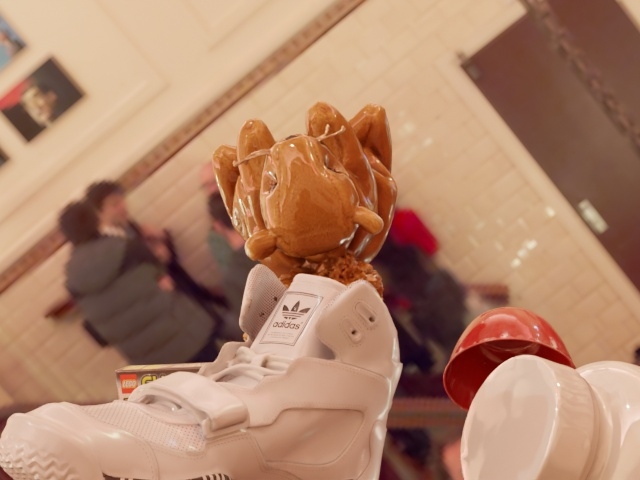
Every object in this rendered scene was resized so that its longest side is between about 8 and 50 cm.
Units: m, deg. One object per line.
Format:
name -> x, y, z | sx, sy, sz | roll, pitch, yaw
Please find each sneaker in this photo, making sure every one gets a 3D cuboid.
sneaker -> -0.069, 0.112, 1.026 | 0.137, 0.366, 0.210 | 7, 80, 42

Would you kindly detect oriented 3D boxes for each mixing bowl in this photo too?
mixing bowl -> 0.259, 0.156, 1.890 | 0.181, 0.181, 0.098 | -33, 34, 32

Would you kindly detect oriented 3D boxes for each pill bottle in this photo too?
pill bottle -> 0.272, 0.196, 1.136 | 0.169, 0.302, 0.169 | -46, 33, 42

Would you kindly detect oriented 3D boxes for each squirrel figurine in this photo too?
squirrel figurine -> 0.000, 0.000, 1.987 | 0.281, 0.397, 0.370 | -8, 6, -3

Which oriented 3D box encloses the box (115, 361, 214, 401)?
box -> -0.142, 0.203, 1.639 | 0.207, 0.114, 0.036 | -4, 4, 25
